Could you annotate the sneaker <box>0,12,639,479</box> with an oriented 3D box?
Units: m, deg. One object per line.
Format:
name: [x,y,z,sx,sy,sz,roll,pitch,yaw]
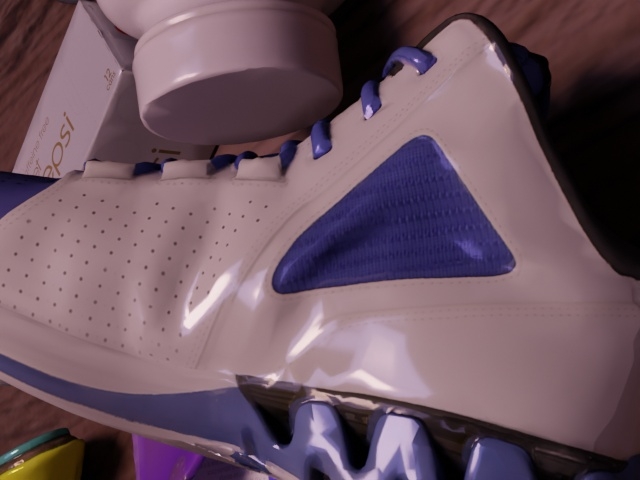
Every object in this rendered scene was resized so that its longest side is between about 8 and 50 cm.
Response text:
sneaker: [0.001,0.000,0.583,0.315,0.127,0.182,19,83,17]

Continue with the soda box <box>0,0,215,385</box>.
soda box: [-0.125,-0.020,0.854,0.069,0.074,0.216,56,130,41]

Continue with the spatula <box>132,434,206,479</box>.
spatula: [-0.030,0.150,0.661,0.084,0.030,0.296,-57,44,31]

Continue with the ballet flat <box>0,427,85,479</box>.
ballet flat: [-0.188,0.172,0.939,0.231,0.077,0.077,-31,83,52]

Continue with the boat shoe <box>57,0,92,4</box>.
boat shoe: [-0.176,-0.224,0.884,0.367,0.135,0.156,-150,76,-73]

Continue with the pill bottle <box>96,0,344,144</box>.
pill bottle: [-0.048,-0.163,0.718,0.124,0.124,0.222,-30,63,50]

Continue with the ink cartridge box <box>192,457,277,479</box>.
ink cartridge box: [-0.006,0.118,0.697,0.206,0.045,0.208,-21,68,52]
